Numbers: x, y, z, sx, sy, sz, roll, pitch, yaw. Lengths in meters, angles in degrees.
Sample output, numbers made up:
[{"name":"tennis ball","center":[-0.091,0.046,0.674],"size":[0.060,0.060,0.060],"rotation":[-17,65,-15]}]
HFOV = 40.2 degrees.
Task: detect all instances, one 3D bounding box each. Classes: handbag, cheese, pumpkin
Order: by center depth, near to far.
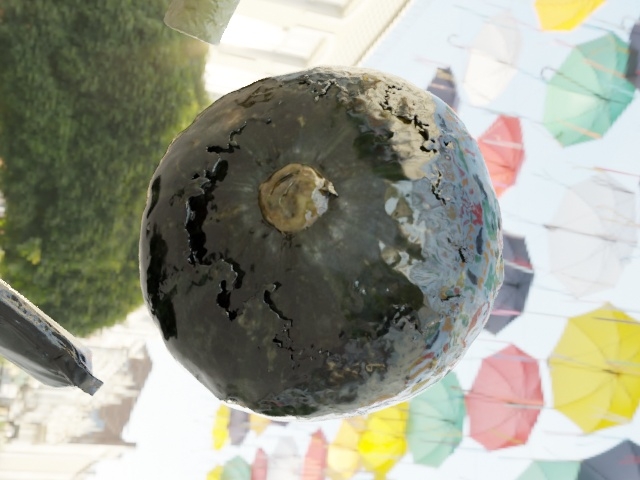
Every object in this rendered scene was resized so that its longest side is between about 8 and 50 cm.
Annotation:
[{"name":"handbag","center":[-0.402,0.079,1.061],"size":[0.075,0.332,0.191],"rotation":[-51,-174,-20]},{"name":"pumpkin","center":[0.000,0.000,1.069],"size":[0.344,0.454,0.454],"rotation":[70,23,-78]},{"name":"cheese","center":[-0.180,-0.408,1.416],"size":[0.123,0.094,0.167],"rotation":[38,-75,43]}]
